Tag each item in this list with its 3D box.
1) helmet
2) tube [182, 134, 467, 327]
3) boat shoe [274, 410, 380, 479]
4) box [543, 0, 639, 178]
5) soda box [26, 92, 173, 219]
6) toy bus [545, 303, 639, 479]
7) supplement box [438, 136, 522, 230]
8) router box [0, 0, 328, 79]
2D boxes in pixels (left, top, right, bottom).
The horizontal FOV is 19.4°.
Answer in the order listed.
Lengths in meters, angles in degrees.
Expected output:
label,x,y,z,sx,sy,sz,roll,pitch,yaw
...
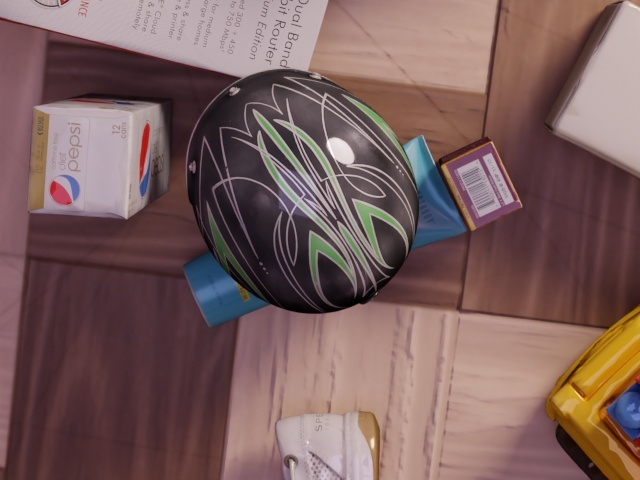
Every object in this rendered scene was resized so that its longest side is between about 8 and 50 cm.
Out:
label,x,y,z,sx,sy,sz,roll,pitch,yaw
helmet,-0.012,-0.033,1.305,0.169,0.161,0.169,-1,76,2
tube,0.000,0.000,1.405,0.207,0.052,0.080,-25,100,0
boat shoe,-0.005,0.266,1.412,0.096,0.098,0.277,2,88,3
box,0.309,-0.065,1.358,0.275,0.094,0.113,29,97,-1
soda box,-0.151,-0.063,1.314,0.069,0.216,0.074,4,97,2
toy bus,0.269,0.145,1.314,0.149,0.211,0.220,-43,79,3
supplement box,0.117,-0.042,1.372,0.043,0.083,0.055,-26,95,5
router box,-0.110,-0.298,1.280,0.301,0.082,0.335,11,99,-32
